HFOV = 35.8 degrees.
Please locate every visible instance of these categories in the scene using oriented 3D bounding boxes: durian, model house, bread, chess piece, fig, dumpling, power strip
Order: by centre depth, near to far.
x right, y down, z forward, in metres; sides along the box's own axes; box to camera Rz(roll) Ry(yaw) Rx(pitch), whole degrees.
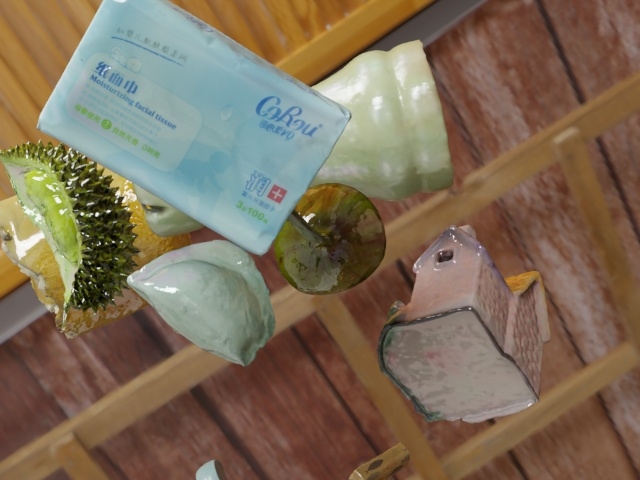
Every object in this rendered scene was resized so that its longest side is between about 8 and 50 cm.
[{"bbox_3d":[0.014,-0.004,1.222,0.186,0.142,0.147,-154,50,-81],"label":"fig"},{"bbox_3d":[-0.162,0.081,1.404,0.217,0.105,0.149,30,-143,-5],"label":"dumpling"},{"bbox_3d":[-0.043,-0.129,1.427,0.234,0.442,0.234,-14,-90,-85],"label":"chess piece"},{"bbox_3d":[0.218,0.118,1.544,0.237,0.202,0.237,50,-142,-27],"label":"model house"},{"bbox_3d":[-0.159,0.492,1.786,0.216,0.044,0.137,56,178,21],"label":"power strip"},{"bbox_3d":[-0.447,-0.038,1.807,0.351,0.169,0.158,63,-158,6],"label":"durian"},{"bbox_3d":[-0.487,0.020,2.203,0.250,0.394,0.361,-118,6,-52],"label":"bread"}]

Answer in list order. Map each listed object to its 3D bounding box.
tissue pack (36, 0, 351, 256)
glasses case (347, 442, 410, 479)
[{"bbox_3d":[-0.124,-0.119,0.983,0.263,0.177,0.089,31,-167,-8],"label":"tissue pack"},{"bbox_3d":[0.110,0.449,1.908,0.041,0.064,0.170,42,-151,21],"label":"glasses case"}]
